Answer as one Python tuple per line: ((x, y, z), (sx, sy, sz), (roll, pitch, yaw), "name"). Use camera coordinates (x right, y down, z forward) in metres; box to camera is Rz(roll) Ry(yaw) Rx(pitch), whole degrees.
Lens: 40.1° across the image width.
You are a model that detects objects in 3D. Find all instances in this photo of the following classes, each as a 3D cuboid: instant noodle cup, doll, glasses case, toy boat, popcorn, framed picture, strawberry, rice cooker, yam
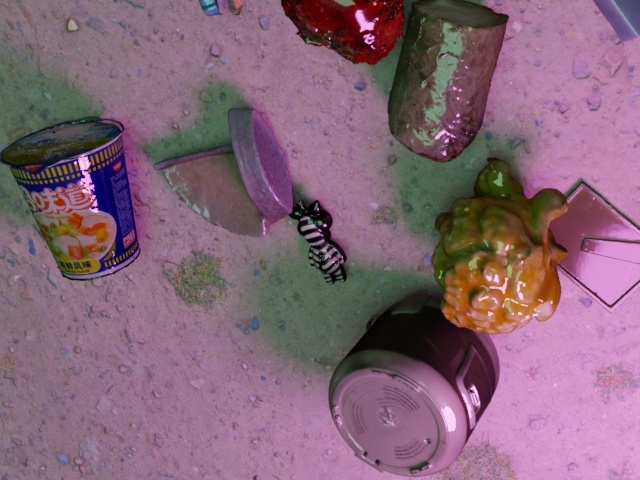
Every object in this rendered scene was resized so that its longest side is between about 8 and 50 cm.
((-0.545, -0.086, 2.002), (0.284, 0.284, 0.312), (-3, 118, 16), "instant noodle cup")
((0.000, 0.000, 1.988), (0.091, 0.067, 0.219), (-12, 113, 30), "doll")
((0.540, -0.507, 1.650), (0.105, 0.056, 0.266), (-36, 99, 25), "glasses case")
((-0.190, -0.133, 1.975), (0.293, 0.111, 0.276), (-30, 96, 34), "toy boat")
((0.352, 0.032, 1.792), (0.274, 0.279, 0.336), (9, 129, 43), "popcorn")
((0.586, 0.017, 1.865), (0.250, 0.016, 0.184), (38, 115, -2), "framed picture")
((0.045, -0.484, 1.698), (0.274, 0.274, 0.220), (29, 86, 2), "strawberry")
((0.215, 0.311, 1.910), (0.335, 0.325, 0.335), (14, 121, 25), "rice cooker")
((0.241, -0.317, 1.733), (0.195, 0.195, 0.300), (15, 113, 9), "yam")

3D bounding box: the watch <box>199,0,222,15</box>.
((-0.183, -0.577, 1.765), (0.193, 0.211, 0.211), (-22, 105, 4), "watch")
